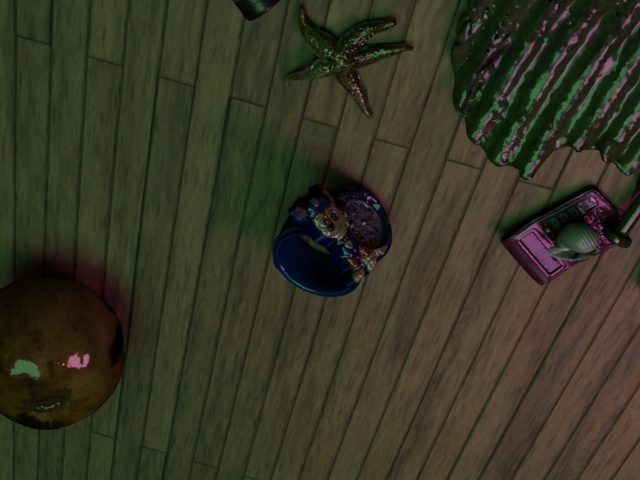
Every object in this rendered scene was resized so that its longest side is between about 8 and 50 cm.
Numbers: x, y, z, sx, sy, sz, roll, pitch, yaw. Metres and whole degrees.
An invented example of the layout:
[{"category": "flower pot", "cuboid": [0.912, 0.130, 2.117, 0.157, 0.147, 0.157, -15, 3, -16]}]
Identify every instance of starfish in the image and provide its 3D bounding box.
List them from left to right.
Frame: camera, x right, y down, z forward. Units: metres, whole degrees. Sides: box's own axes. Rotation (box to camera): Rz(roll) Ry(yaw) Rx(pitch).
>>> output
[{"category": "starfish", "cuboid": [0.037, -0.279, 1.487, 0.223, 0.050, 0.217, -16, 130, 30]}]

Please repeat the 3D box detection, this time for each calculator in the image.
[{"category": "calculator", "cuboid": [0.417, -0.008, 1.615, 0.190, 0.034, 0.126, -32, 114, 26]}]

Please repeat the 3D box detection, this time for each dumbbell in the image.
[{"category": "dumbbell", "cuboid": [0.509, -0.044, 1.538, 0.052, 0.046, 0.118, 21, 116, -19]}]

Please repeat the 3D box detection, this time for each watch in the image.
[{"category": "watch", "cuboid": [0.008, 0.001, 1.648, 0.196, 0.171, 0.200, 48, 135, -10]}]

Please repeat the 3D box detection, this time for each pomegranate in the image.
[{"category": "pomegranate", "cuboid": [-0.535, 0.218, 1.860, 0.322, 0.322, 0.322, 7, 129, 8]}]

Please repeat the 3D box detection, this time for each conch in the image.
[{"category": "conch", "cuboid": [0.422, 0.001, 1.568, 0.085, 0.057, 0.076, -4, 150, 30]}]

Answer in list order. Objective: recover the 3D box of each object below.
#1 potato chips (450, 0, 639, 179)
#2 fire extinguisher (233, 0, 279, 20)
[{"category": "potato chips", "cuboid": [0.375, -0.269, 1.376, 0.373, 0.097, 0.389, 3, 130, 9]}, {"category": "fire extinguisher", "cuboid": [-0.144, -0.427, 1.371, 0.071, 0.099, 0.231, -34, 117, 9]}]
